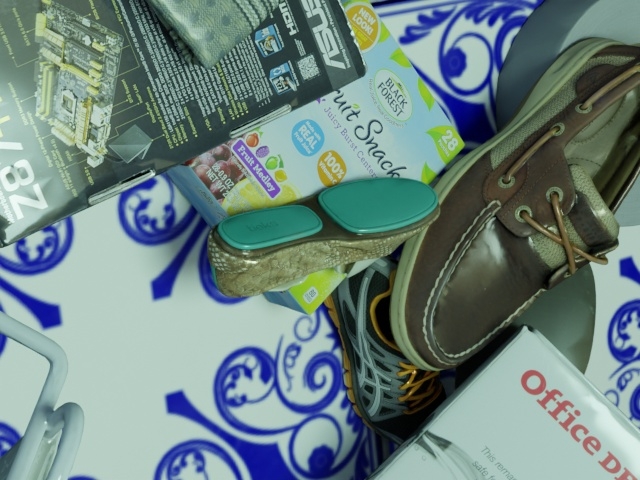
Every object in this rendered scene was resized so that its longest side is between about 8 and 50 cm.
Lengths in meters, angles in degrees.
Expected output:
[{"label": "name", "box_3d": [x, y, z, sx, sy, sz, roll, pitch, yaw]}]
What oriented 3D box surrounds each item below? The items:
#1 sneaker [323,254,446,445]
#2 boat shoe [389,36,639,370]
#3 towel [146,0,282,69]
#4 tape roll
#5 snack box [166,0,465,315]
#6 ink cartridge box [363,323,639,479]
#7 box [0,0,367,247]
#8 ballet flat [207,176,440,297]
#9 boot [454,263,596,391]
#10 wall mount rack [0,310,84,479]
[{"label": "sneaker", "box_3d": [0.066, 0.099, 1.432, 0.084, 0.083, 0.215, -38, 119, -25]}, {"label": "boat shoe", "box_3d": [0.190, -0.031, 1.373, 0.342, 0.123, 0.123, -49, 121, -18]}, {"label": "towel", "box_3d": [-0.085, -0.330, 1.142, 0.312, 0.056, 0.324, -48, 113, -21]}, {"label": "tape roll", "box_3d": [0.266, -0.125, 1.527, 0.219, 0.072, 0.219, -6, 102, -33]}, {"label": "snack box", "box_3d": [-0.005, -0.074, 1.359, 0.207, 0.070, 0.174, -48, 121, -17]}, {"label": "ink cartridge box", "box_3d": [0.142, 0.251, 1.376, 0.223, 0.129, 0.307, 45, 94, 4]}, {"label": "box", "box_3d": [-0.176, -0.234, 1.162, 0.318, 0.097, 0.395, -29, 103, -28]}, {"label": "ballet flat", "box_3d": [0.000, 0.000, 1.305, 0.206, 0.073, 0.067, -11, 134, -28]}, {"label": "boot", "box_3d": [0.170, 0.146, 1.503, 0.112, 0.115, 0.305, 15, 89, 5]}, {"label": "wall mount rack", "box_3d": [-0.285, 0.210, 1.078, 0.130, 0.350, 0.304, 29, 56, -14]}]
